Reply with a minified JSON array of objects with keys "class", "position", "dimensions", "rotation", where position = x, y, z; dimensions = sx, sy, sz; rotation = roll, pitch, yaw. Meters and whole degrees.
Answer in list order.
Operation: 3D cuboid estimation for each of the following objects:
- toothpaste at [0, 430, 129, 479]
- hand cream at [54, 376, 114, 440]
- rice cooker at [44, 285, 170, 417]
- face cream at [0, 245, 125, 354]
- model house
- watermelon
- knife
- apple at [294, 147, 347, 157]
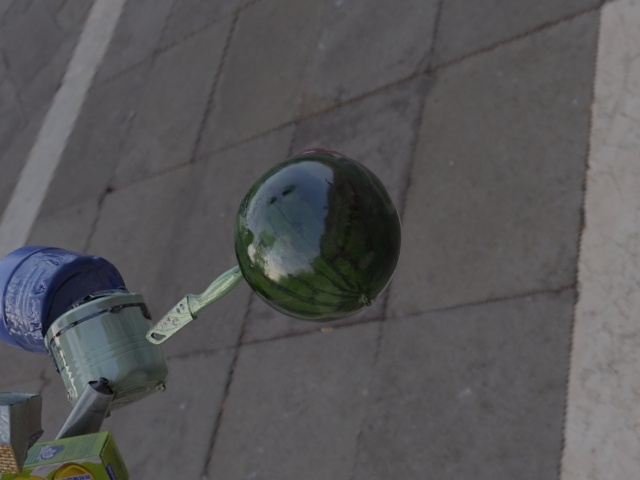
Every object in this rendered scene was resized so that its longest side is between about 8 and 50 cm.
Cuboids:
[{"class":"toothpaste","position":[-0.520,0.436,1.815],"dimensions":[0.327,0.110,0.077],"rotation":[-12,24,10]},{"class":"hand cream","position":[-0.449,0.345,1.890],"dimensions":[0.186,0.087,0.054],"rotation":[-63,24,7]},{"class":"rice cooker","position":[-0.436,0.226,2.034],"dimensions":[0.226,0.226,0.244],"rotation":[-32,76,30]},{"class":"face cream","position":[-0.594,0.140,2.250],"dimensions":[0.225,0.249,0.249],"rotation":[4,65,39]},{"class":"model house","position":[-0.443,0.267,1.382],"dimensions":[0.088,0.101,0.100],"rotation":[0,92,12]},{"class":"watermelon","position":[-0.003,-0.004,1.413],"dimensions":[0.242,0.242,0.242],"rotation":[-30,42,32]},{"class":"knife","position":[-0.200,0.100,1.595],"dimensions":[0.293,0.043,0.020],"rotation":[-39,-6,39]},{"class":"apple","position":[-0.004,-0.098,1.867],"dimensions":[0.153,0.153,0.120],"rotation":[-35,37,27]}]
